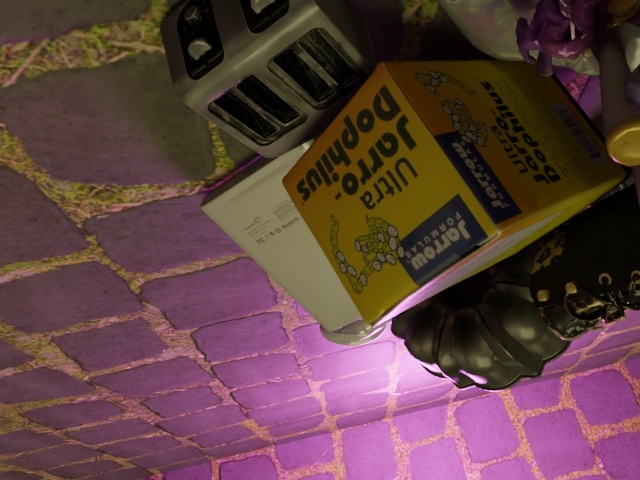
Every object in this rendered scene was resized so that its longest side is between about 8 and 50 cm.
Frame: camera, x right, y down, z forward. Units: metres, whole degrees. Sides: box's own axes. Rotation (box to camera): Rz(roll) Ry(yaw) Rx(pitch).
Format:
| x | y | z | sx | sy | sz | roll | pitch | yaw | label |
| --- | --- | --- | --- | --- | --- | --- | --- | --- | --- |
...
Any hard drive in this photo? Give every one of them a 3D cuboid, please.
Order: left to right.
| x | y | z | sx | sy | sz | roll | pitch | yaw | label |
| --- | --- | --- | --- | --- | --- | --- | --- | --- | --- |
| 0.000 | 0.000 | 0.884 | 0.203 | 0.040 | 0.307 | -29 | 121 | 25 | hard drive |

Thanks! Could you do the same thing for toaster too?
| x | y | z | sx | sy | sz | roll | pitch | yaw | label |
| --- | --- | --- | --- | --- | --- | --- | --- | --- | --- |
| -0.043 | -0.187 | 0.606 | 0.168 | 0.110 | 0.185 | -27 | 148 | 24 | toaster |

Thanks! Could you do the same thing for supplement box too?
| x | y | z | sx | sy | sz | roll | pitch | yaw | label |
| --- | --- | --- | --- | --- | --- | --- | --- | --- | --- |
| 0.171 | -0.074 | 0.694 | 0.356 | 0.195 | 0.194 | -18 | 160 | -45 | supplement box |

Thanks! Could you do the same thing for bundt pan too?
| x | y | z | sx | sy | sz | roll | pitch | yaw | label |
| --- | --- | --- | --- | --- | --- | --- | --- | --- | --- |
| 0.239 | 0.071 | 0.950 | 0.331 | 0.331 | 0.124 | -29 | 149 | 25 | bundt pan |

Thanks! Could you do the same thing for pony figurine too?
| x | y | z | sx | sy | sz | roll | pitch | yaw | label |
| --- | --- | --- | --- | --- | --- | --- | --- | --- | --- |
| 0.295 | -0.193 | 0.571 | 0.303 | 0.363 | 0.351 | -21 | 135 | 27 | pony figurine |

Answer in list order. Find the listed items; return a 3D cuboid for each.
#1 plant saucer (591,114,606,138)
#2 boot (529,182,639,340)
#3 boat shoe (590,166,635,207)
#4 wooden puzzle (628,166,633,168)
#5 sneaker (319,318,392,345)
| x | y | z | sx | sy | sz | roll | pitch | yaw | label |
| --- | --- | --- | --- | --- | --- | --- | --- | --- | --- |
| 0.491 | -0.162 | 0.963 | 0.168 | 0.029 | 0.168 | -11 | 151 | -6 | plant saucer |
| 0.387 | 0.054 | 0.683 | 0.138 | 0.377 | 0.284 | 27 | 143 | -17 | boot |
| 0.507 | -0.074 | 0.912 | 0.158 | 0.127 | 0.340 | -18 | 149 | 30 | boat shoe |
| 0.605 | -0.137 | 0.921 | 0.238 | 0.044 | 0.221 | 8 | 152 | -14 | wooden puzzle |
| 0.133 | 0.119 | 1.244 | 0.305 | 0.114 | 0.152 | -21 | 136 | 4 | sneaker |
